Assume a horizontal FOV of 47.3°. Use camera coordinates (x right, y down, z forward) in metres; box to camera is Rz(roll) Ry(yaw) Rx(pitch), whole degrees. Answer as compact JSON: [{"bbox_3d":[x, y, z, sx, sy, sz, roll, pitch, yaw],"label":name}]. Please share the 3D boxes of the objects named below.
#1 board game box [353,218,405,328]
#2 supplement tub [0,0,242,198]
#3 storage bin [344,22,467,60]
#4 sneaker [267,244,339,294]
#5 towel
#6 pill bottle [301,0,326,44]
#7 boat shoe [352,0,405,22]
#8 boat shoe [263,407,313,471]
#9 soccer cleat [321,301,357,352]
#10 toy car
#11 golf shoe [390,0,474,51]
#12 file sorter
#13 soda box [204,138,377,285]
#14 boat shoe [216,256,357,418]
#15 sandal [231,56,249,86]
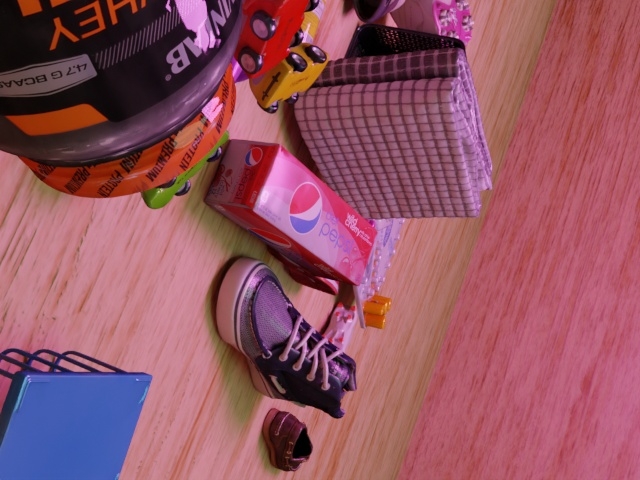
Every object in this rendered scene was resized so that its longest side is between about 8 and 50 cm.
[{"bbox_3d":[0.141,-0.078,1.439,0.390,0.050,0.390,78,29,-52],"label":"board game box"},{"bbox_3d":[-0.163,-0.188,0.399,0.207,0.207,0.338,-62,157,-28],"label":"supplement tub"},{"bbox_3d":[0.132,-0.256,1.149,0.084,0.180,0.122,52,57,-67],"label":"storage bin"},{"bbox_3d":[0.000,0.000,1.143,0.128,0.087,0.221,-67,160,-15],"label":"sneaker"},{"bbox_3d":[0.117,-0.149,1.061,0.283,0.235,0.121,58,38,-51],"label":"towel"},{"bbox_3d":[-0.030,-0.278,0.879,0.116,0.065,0.065,-72,160,-5],"label":"pill bottle"},{"bbox_3d":[0.087,-0.438,1.014,0.285,0.103,0.092,93,19,-46],"label":"boat shoe"},{"bbox_3d":[-0.050,0.372,1.315,0.207,0.073,0.073,77,34,-55],"label":"boat shoe"},{"bbox_3d":[0.023,0.198,1.383,0.196,0.068,0.076,-54,155,-48],"label":"soccer cleat"},{"bbox_3d":[-0.087,-0.123,0.641,0.225,0.053,0.239,-46,176,1],"label":"toy car"},{"bbox_3d":[0.139,-0.433,1.158,0.115,0.140,0.306,-35,118,-33],"label":"golf shoe"},{"bbox_3d":[-0.241,0.151,0.602,0.170,0.105,0.118,29,79,-69],"label":"file sorter"},{"bbox_3d":[-0.027,-0.029,0.952,0.263,0.083,0.092,36,70,-50],"label":"soda box"},{"bbox_3d":[-0.033,0.149,1.064,0.340,0.158,0.127,73,38,-57],"label":"boat shoe"},{"bbox_3d":[-0.068,-0.247,0.750,0.169,0.102,0.416,51,58,-66],"label":"sandal"}]
